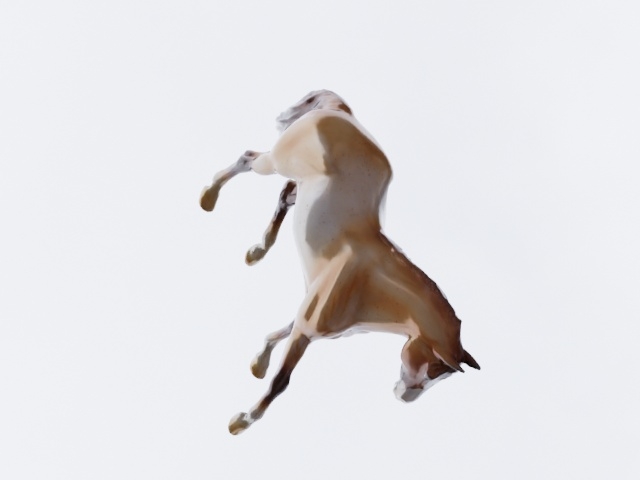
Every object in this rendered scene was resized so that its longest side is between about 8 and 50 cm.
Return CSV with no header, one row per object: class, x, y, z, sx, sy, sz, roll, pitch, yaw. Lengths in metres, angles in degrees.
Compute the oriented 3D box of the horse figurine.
horse figurine,0.000,0.000,1.189,0.066,0.174,0.263,20,-132,-35
